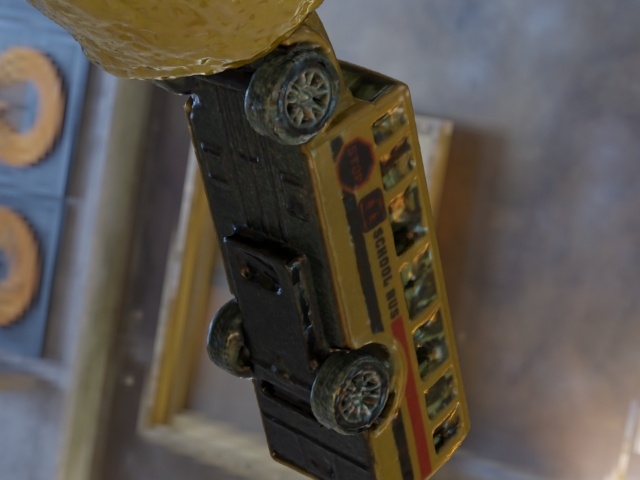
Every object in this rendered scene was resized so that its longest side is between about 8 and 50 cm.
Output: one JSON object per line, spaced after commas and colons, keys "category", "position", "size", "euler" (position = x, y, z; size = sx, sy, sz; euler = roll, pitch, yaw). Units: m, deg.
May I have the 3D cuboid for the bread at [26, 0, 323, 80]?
{"category": "bread", "position": [-0.074, -0.169, 0.870], "size": [0.197, 0.197, 0.170], "euler": [14, 173, 36]}

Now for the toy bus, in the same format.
{"category": "toy bus", "position": [0.000, 0.000, 1.159], "size": [0.123, 0.335, 0.121], "euler": [-34, -142, -31]}
